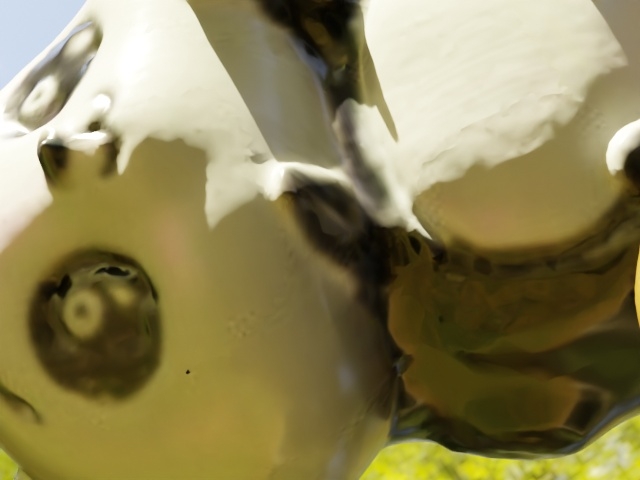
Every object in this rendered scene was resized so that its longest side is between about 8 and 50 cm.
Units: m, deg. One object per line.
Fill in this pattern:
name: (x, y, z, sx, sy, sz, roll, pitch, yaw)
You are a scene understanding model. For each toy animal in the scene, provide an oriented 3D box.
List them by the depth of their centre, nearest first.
toy animal: (0.000, 0.000, 0.754, 0.251, 0.310, 0.250, -14, 90, -85)

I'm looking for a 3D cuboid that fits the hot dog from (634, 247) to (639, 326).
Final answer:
hot dog: (0.097, -0.001, 0.312, 0.060, 0.140, 0.090, 23, -35, 45)
